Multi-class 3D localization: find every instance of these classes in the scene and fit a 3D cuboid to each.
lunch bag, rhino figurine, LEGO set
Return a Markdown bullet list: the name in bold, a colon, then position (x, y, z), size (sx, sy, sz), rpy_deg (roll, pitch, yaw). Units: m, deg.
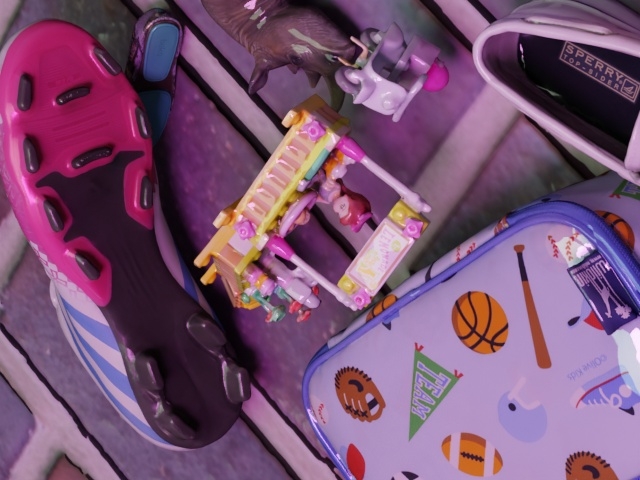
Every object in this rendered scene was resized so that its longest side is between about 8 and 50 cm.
- **lunch bag**: position (0.145, 0.109, 1.189), size (0.303, 0.115, 0.243), rpy_deg (-35, 84, 44)
- **rhino figurine**: position (-0.047, -0.189, 1.271), size (0.106, 0.073, 0.243), rpy_deg (-26, 95, 38)
- **LEGO set**: position (0.000, 0.000, 1.249), size (0.107, 0.132, 0.287), rpy_deg (38, 137, 5)

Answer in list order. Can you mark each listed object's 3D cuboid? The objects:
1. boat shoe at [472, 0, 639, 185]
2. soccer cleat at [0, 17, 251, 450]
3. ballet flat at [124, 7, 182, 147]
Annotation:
- **boat shoe**: position (0.204, -0.064, 1.089), size (0.267, 0.088, 0.096), rpy_deg (36, 125, 26)
- **soccer cleat**: position (-0.163, 0.003, 1.388), size (0.143, 0.116, 0.331), rpy_deg (6, 121, 57)
- **ballet flat**: position (-0.123, -0.116, 1.392), size (0.041, 0.041, 0.114), rpy_deg (34, 125, 27)
